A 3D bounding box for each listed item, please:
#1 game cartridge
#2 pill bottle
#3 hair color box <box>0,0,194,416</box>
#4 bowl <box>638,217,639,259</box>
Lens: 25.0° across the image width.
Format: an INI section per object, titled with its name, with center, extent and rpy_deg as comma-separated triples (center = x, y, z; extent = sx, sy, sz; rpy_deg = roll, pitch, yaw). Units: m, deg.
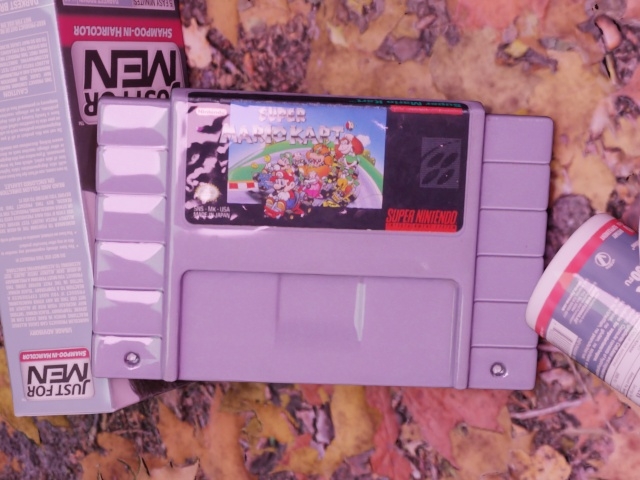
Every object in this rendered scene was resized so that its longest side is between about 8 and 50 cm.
[game cartridge]
center = 0.000, 0.000, 1.135
extent = 0.355, 0.068, 0.230
rpy_deg = 2, 103, -4
[pill bottle]
center = 0.254, 0.070, 1.075
extent = 0.180, 0.108, 0.108
rpy_deg = 36, 112, 20
[hair color box]
center = -0.196, -0.049, 1.264
extent = 0.114, 0.185, 0.374
rpy_deg = -5, 94, 29
[bowl]
center = 0.375, 0.000, 0.958
extent = 0.298, 0.134, 0.298
rpy_deg = -13, 68, 34
